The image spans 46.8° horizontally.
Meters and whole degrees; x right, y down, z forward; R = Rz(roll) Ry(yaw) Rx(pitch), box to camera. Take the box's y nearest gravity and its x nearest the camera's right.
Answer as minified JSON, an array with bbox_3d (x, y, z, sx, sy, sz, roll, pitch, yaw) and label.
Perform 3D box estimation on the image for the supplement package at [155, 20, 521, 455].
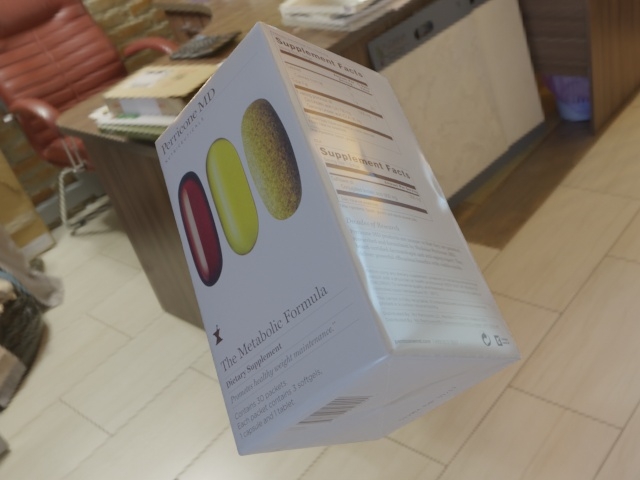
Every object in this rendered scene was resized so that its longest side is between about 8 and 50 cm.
[{"bbox_3d":[0.000,0.000,0.503,0.139,0.134,0.244,-41,57,33],"label":"supplement package"}]
